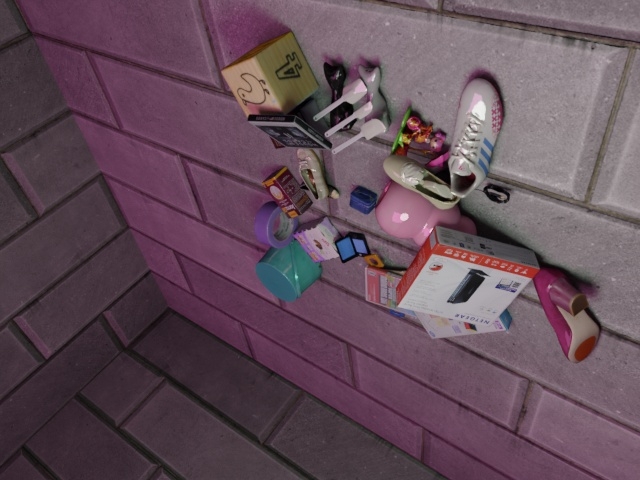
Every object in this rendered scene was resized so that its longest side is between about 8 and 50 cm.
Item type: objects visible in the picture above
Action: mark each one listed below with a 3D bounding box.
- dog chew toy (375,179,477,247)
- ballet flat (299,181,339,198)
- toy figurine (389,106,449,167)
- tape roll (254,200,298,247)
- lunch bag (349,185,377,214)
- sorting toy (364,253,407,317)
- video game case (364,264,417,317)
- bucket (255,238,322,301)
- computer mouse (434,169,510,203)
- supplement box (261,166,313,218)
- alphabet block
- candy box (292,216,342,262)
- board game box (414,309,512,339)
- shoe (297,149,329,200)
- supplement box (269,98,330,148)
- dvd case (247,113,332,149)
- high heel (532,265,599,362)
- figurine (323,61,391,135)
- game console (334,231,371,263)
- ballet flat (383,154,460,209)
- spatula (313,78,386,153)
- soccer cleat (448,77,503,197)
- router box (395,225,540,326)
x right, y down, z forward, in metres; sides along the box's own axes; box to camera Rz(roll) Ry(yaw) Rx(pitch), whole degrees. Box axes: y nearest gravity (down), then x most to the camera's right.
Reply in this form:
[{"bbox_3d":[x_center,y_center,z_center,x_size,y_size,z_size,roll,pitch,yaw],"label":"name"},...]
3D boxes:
[{"bbox_3d":[0.339,-0.065,1.723,0.331,0.207,0.207,30,148,-3],"label":"dog chew toy"},{"bbox_3d":[-0.002,-0.187,2.093,0.173,0.049,0.058,21,143,32],"label":"ballet flat"},{"bbox_3d":[0.303,-0.284,1.611,0.159,0.130,0.173,22,120,9],"label":"toy figurine"},{"bbox_3d":[-0.184,-0.067,2.308,0.080,0.189,0.189,15,139,37],"label":"tape roll"},{"bbox_3d":[0.153,-0.144,1.953,0.098,0.067,0.065,28,146,22],"label":"lunch bag"},{"bbox_3d":[0.291,0.173,2.197,0.195,0.047,0.348,0,131,40],"label":"sorting toy"},{"bbox_3d":[0.309,0.208,2.158,0.285,0.025,0.204,17,139,22],"label":"video game case"},{"bbox_3d":[-0.148,0.133,2.509,0.281,0.183,0.281,29,147,21],"label":"bucket"},{"bbox_3d":[0.437,-0.159,1.614,0.242,0.071,0.041,19,148,32],"label":"computer mouse"},{"bbox_3d":[-0.133,-0.189,2.208,0.188,0.081,0.104,53,147,-16],"label":"supplement box"},{"bbox_3d":[-0.157,-0.511,1.748,0.192,0.193,0.197,-2,127,47],"label":"alphabet block"},{"bbox_3d":[0.000,0.000,2.294,0.165,0.070,0.196,53,148,-15],"label":"candy box"},{"bbox_3d":[0.484,0.234,1.979,0.316,0.064,0.242,-16,116,42],"label":"board game box"},{"bbox_3d":[-0.034,-0.248,2.019,0.076,0.058,0.219,-14,105,45],"label":"shoe"},{"bbox_3d":[-0.092,-0.401,1.918,0.239,0.073,0.130,2,130,46],"label":"supplement box"},{"bbox_3d":[-0.093,-0.343,1.758,0.179,0.030,0.238,9,172,31],"label":"dvd case"},{"bbox_3d":[0.758,0.230,1.726,0.181,0.127,0.377,51,169,50],"label":"high heel"},{"bbox_3d":[0.109,-0.430,1.654,0.214,0.092,0.210,15,135,36],"label":"figurine"},{"bbox_3d":[0.129,0.035,2.185,0.107,0.071,0.122,10,136,38],"label":"game console"},{"bbox_3d":[0.295,-0.170,1.573,0.248,0.086,0.086,29,151,-13],"label":"ballet flat"},{"bbox_3d":[0.080,-0.364,1.663,0.242,0.019,0.168,-21,103,52],"label":"spatula"},{"bbox_3d":[0.403,-0.257,1.464,0.116,0.143,0.331,23,142,30],"label":"soccer cleat"},{"bbox_3d":[0.446,0.121,1.712,0.335,0.082,0.301,13,133,-11],"label":"router box"}]
